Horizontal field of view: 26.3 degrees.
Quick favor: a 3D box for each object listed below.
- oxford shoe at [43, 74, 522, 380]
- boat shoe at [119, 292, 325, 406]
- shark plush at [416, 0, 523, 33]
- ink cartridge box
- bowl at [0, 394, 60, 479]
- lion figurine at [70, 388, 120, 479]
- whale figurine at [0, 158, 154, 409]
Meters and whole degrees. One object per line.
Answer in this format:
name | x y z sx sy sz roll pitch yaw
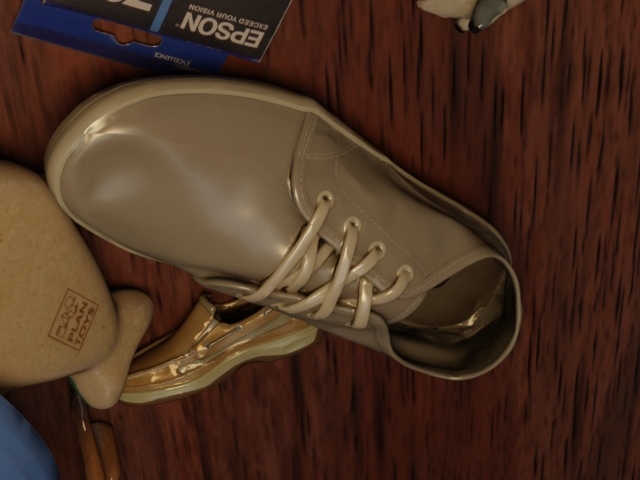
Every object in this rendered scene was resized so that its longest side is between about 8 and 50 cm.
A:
oxford shoe | 0.000 0.000 1.057 0.449 0.130 0.169 23 118 -36
boat shoe | -0.093 0.077 1.162 0.190 0.068 0.072 -22 118 -11
shark plush | 0.143 -0.211 1.007 0.161 0.073 0.067 -30 99 14
ink cartridge box | -0.076 -0.227 0.898 0.165 0.065 0.332 12 131 -25
bowl | -0.389 0.160 1.005 0.391 0.077 0.391 10 144 7
lion figurine | -0.276 0.329 1.177 0.142 0.240 0.392 17 121 -35
whale figurine | -0.244 0.041 1.046 0.272 0.141 0.216 34 72 -54
